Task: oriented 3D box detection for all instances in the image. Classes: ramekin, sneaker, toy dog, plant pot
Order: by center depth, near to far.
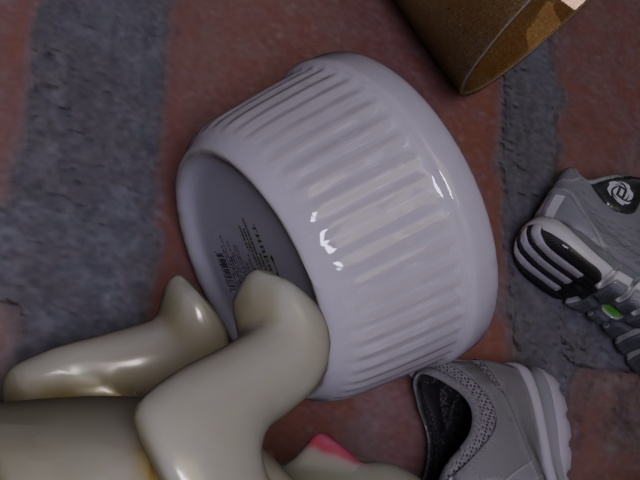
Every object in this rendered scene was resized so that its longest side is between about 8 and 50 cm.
[{"bbox_3d":[-0.092,0.192,0.563,0.408,0.284,0.395,14,69,-30],"label":"toy dog"},{"bbox_3d":[0.000,0.000,0.729,0.109,0.207,0.207,-27,90,-26],"label":"ramekin"},{"bbox_3d":[0.105,0.194,0.770,0.115,0.105,0.281,18,40,-20],"label":"sneaker"},{"bbox_3d":[0.108,-0.280,0.887,0.237,0.237,0.254,-36,80,-35],"label":"plant pot"},{"bbox_3d":[0.266,0.023,0.957,0.228,0.086,0.132,40,56,-15],"label":"sneaker"}]
